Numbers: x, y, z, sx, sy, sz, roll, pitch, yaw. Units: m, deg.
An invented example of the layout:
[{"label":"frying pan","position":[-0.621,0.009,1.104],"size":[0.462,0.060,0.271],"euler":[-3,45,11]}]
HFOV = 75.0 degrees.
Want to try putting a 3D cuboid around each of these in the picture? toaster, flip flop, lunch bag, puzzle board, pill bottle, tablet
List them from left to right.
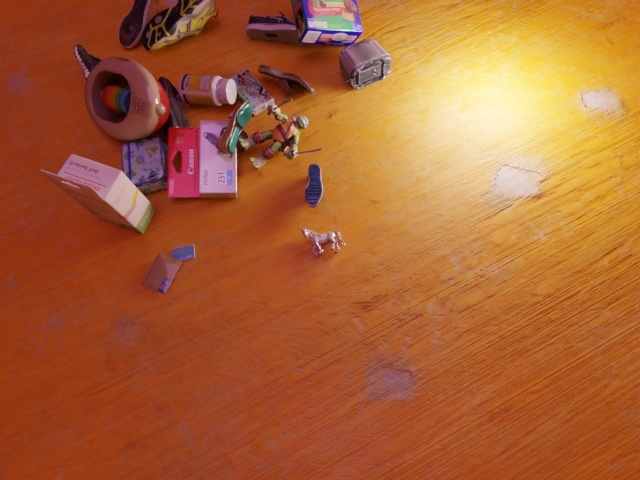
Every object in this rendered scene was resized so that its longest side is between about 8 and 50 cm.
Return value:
[{"label":"lunch bag","position":[-0.679,-0.290,1.619],"size":[0.176,0.090,0.219],"euler":[-12,67,1]},{"label":"puzzle board","position":[-0.563,0.116,1.486],"size":[0.096,0.011,0.128],"euler":[20,74,9]},{"label":"tablet","position":[-0.498,0.047,1.517],"size":[0.083,0.006,0.054],"euler":[-12,68,-1]},{"label":"pill bottle","position":[-0.460,-0.616,1.714],"size":[0.208,0.119,0.119],"euler":[8,68,11]},{"label":"flip flop","position":[-0.143,-0.654,1.742],"size":[0.277,0.112,0.080],"euler":[24,97,9]},{"label":"toaster","position":[0.175,-0.736,1.744],"size":[0.227,0.129,0.146],"euler":[-25,65,-5]}]

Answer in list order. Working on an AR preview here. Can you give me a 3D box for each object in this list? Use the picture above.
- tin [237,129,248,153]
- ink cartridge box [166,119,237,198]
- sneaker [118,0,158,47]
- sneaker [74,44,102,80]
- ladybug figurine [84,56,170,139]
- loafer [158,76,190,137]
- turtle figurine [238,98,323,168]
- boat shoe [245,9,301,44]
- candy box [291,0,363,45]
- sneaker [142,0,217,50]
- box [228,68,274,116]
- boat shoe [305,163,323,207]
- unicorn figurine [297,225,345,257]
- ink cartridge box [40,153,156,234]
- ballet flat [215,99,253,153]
[{"label":"tin","position":[-0.382,-0.403,1.679],"size":[0.190,0.040,0.106],"euler":[7,64,4]},{"label":"ink cartridge box","position":[-0.449,-0.307,1.581],"size":[0.261,0.066,0.296],"euler":[-1,77,-10]},{"label":"sneaker","position":[-0.818,-1.004,1.918],"size":[0.106,0.123,0.290],"euler":[27,93,2]},{"label":"sneaker","position":[-0.999,-0.774,1.836],"size":[0.106,0.078,0.234],"euler":[-26,73,-11]},{"label":"ladybug figurine","position":[-0.747,-0.547,1.642],"size":[0.449,0.162,0.305],"euler":[26,108,27]},{"label":"loafer","position":[-0.608,-0.541,1.726],"size":[0.095,0.109,0.302],"euler":[3,59,-44]},{"label":"turtle figurine","position":[-0.168,-0.394,1.562],"size":[0.266,0.198,0.274],"euler":[-31,33,6]},{"label":"boat shoe","position":[-0.176,-0.947,1.850],"size":[0.306,0.113,0.105],"euler":[9,83,16]},{"label":"candy box","position":[0.016,-1.009,1.771],"size":[0.268,0.122,0.317],"euler":[-10,85,-25]},{"label":"sneaker","position":[-0.623,-0.958,1.868],"size":[0.385,0.147,0.145],"euler":[-29,71,10]},{"label":"box","position":[-0.297,-0.627,1.765],"size":[0.114,0.036,0.207],"euler":[-35,71,-11]},{"label":"boat shoe","position":[-0.021,-0.195,1.562],"size":[0.066,0.066,0.183],"euler":[4,63,2]},{"label":"unicorn figurine","position":[0.000,0.000,1.494],"size":[0.162,0.060,0.111],"euler":[-7,66,-18]},{"label":"ink cartridge box","position":[-0.740,-0.167,1.427],"size":[0.207,0.353,0.119],"euler":[19,70,9]},{"label":"ballet flat","position":[-0.327,-0.432,1.560],"size":[0.073,0.080,0.232],"euler":[15,71,19]}]
